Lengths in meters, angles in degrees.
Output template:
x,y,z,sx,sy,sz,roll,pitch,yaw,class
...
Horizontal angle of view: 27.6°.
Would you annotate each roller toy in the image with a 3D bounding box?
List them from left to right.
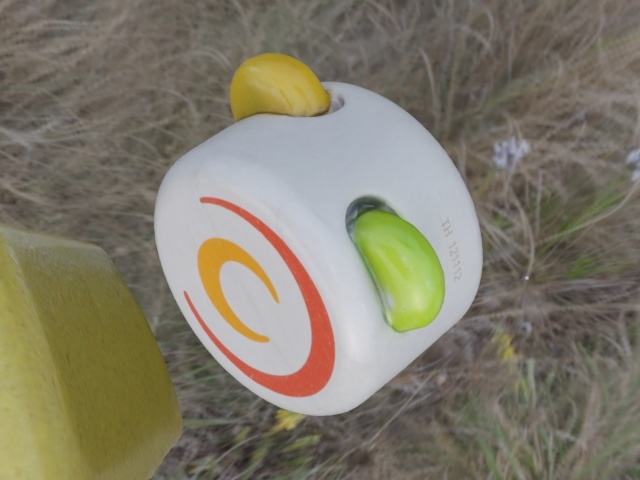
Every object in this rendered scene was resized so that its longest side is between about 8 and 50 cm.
x,y,z,sx,sy,sz,roll,pitch,yaw,class
0.000,0.000,0.848,0.209,0.191,0.146,41,53,18,roller toy

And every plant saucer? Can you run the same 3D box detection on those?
x,y,z,sx,sy,sz,roll,pitch,yaw,class
-0.212,0.011,0.456,0.333,0.333,0.081,13,87,-2,plant saucer
